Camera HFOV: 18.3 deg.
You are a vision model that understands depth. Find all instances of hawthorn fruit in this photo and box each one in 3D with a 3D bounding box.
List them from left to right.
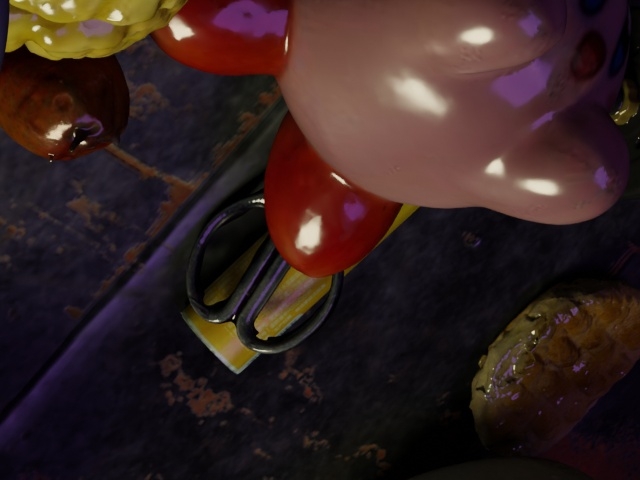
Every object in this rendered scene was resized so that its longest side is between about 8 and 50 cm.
[{"bbox_3d":[-0.150,-0.081,1.174,0.081,0.093,0.081,-24,140,-22],"label":"hawthorn fruit"}]

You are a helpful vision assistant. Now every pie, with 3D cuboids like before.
[{"bbox_3d":[0.207,0.108,1.730,0.195,0.046,0.195,-26,141,-23],"label":"pie"}]

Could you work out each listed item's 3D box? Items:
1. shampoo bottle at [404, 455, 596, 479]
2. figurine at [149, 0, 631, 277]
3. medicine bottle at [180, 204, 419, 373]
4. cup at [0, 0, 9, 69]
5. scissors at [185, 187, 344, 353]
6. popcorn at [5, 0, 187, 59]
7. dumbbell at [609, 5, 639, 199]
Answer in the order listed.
[{"bbox_3d":[0.138,0.347,1.667,0.317,0.322,0.322,-27,140,-31],"label":"shampoo bottle"},{"bbox_3d":[0.069,-0.136,1.246,0.269,0.261,0.211,58,40,-37],"label":"figurine"},{"bbox_3d":[0.000,0.000,1.412,0.218,0.074,0.074,-43,143,1],"label":"medicine bottle"},{"bbox_3d":[-0.288,-0.095,0.885,0.259,0.274,0.356,-24,138,-23],"label":"cup"},{"bbox_3d":[0.016,-0.062,1.373,0.300,0.109,0.022,-57,168,-2],"label":"scissors"},{"bbox_3d":[-0.132,-0.199,1.012,0.200,0.203,0.226,-30,-164,52],"label":"popcorn"},{"bbox_3d":[0.278,-0.095,1.517,0.325,0.143,0.143,7,120,-46],"label":"dumbbell"}]
